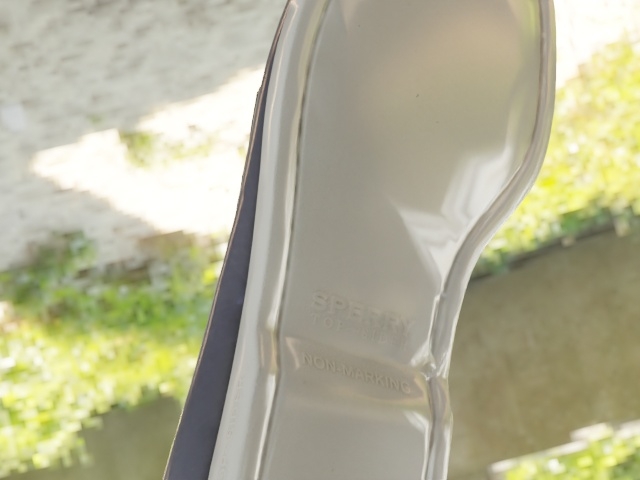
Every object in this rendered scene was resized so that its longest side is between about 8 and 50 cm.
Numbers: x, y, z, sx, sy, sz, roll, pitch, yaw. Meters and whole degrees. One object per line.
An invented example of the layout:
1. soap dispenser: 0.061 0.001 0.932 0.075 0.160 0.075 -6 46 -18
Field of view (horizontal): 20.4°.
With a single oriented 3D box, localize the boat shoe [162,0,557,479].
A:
1. boat shoe: 0.000 0.000 0.412 0.075 0.206 0.065 26 156 -29
